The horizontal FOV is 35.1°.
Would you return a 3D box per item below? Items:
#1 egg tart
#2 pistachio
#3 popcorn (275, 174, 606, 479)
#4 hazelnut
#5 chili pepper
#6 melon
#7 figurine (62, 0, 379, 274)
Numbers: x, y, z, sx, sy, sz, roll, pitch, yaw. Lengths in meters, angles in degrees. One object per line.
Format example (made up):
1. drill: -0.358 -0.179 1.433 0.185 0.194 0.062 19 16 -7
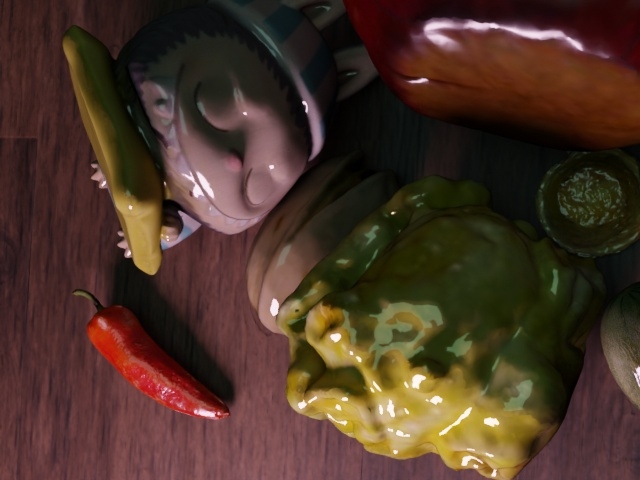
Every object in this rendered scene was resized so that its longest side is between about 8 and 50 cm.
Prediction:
1. egg tart: 0.296 -0.043 1.096 0.129 0.049 0.128 0 90 22
2. pistachio: 0.000 0.000 1.167 0.138 0.153 0.238 32 73 10
3. popcorn: 0.117 0.098 1.038 0.312 0.312 0.312 -1 88 22
4. hazelnut: 0.237 -0.267 0.968 0.429 0.402 0.402 1 88 33
5. chili pepper: -0.227 0.149 1.292 0.272 0.063 0.071 40 114 16
6. melon: 0.355 0.119 1.027 0.114 0.114 0.167 -31 89 18
7. figurine: -0.080 -0.129 1.178 0.378 0.361 0.266 -17 83 -13
